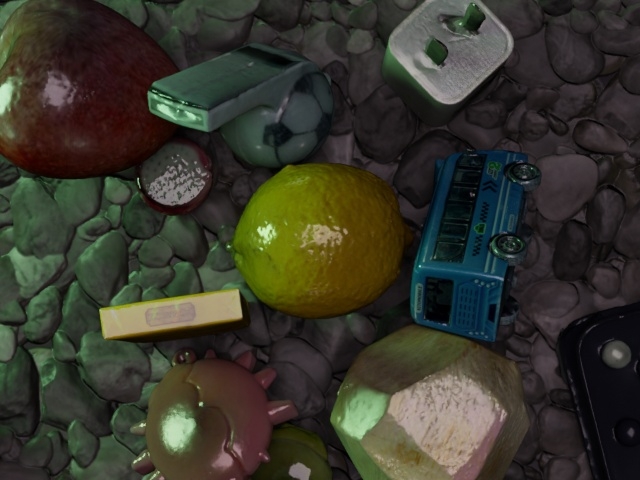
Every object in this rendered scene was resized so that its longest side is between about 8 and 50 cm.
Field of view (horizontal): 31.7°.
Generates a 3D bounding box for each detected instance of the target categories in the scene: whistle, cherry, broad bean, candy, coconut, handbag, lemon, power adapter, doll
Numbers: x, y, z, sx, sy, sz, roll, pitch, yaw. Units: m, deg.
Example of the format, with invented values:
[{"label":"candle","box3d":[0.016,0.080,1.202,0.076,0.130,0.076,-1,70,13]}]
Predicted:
[{"label":"whistle","box3d":[-0.078,-0.152,1.381,0.163,0.163,0.289,53,46,4]},{"label":"cherry","box3d":[-0.290,-0.175,1.381,0.206,0.239,0.239,-38,85,31]},{"label":"broad bean","box3d":[-0.064,0.304,1.386,0.174,0.082,0.124,-34,78,-4]},{"label":"candy","box3d":[-0.188,-0.083,1.448,0.103,0.043,0.103,0,83,-1]},{"label":"coconut","box3d":[0.126,0.217,1.345,0.236,0.197,0.237,0,89,-5]},{"label":"handbag","box3d":[0.464,0.227,1.397,0.269,0.118,0.326,-14,86,-4]},{"label":"lemon","box3d":[0.000,0.000,1.368,0.231,0.192,0.192,-4,84,-3]},{"label":"power adapter","box3d":[0.158,-0.235,1.394,0.130,0.205,0.125,-42,86,-4]},{"label":"doll","box3d":[-0.130,0.232,1.356,0.211,0.093,0.262,-35,52,-4]}]

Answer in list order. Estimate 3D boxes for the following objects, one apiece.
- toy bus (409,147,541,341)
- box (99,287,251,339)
[{"label":"toy bus","box3d":[0.186,-0.004,1.360,0.134,0.114,0.246,9,43,11]},{"label":"box","box3d":[-0.161,0.091,1.315,0.152,0.269,0.044,-7,84,-2]}]
